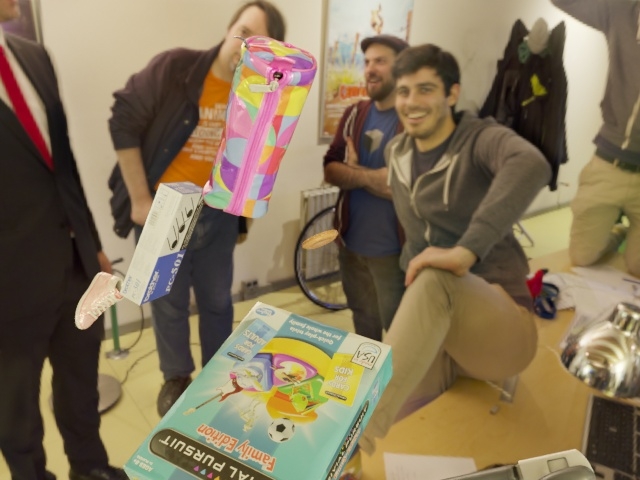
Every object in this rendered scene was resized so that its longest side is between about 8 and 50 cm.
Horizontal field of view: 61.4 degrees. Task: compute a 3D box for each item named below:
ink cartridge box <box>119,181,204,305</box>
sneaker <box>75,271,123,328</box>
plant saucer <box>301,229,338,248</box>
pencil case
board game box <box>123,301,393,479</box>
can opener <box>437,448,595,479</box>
[{"bbox_3d":[-0.266,0.002,0.921,0.046,0.207,0.097,27,13,10],"label":"ink cartridge box"},{"bbox_3d":[-0.475,0.132,1.171,0.070,0.051,0.134,7,59,16],"label":"sneaker"},{"bbox_3d":[0.000,0.000,1.171,0.083,0.013,0.083,-22,-12,-5],"label":"plant saucer"},{"bbox_3d":[-0.081,-0.138,0.682,0.104,0.236,0.104,15,36,-11],"label":"pencil case"},{"bbox_3d":[-0.073,0.260,0.798,0.253,0.079,0.336,14,43,25],"label":"board game box"},{"bbox_3d":[0.303,0.406,0.888,0.283,0.095,0.076,-24,52,23],"label":"can opener"}]
